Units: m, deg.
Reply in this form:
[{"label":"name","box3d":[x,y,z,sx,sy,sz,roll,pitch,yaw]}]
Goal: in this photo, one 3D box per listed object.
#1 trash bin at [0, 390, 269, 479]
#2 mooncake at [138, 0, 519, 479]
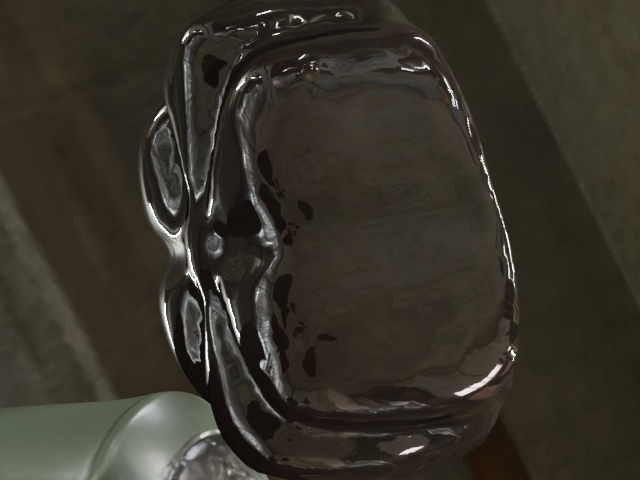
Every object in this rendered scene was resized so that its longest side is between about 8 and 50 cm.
[{"label":"trash bin","box3d":[-0.223,0.235,1.196,0.432,0.280,0.280,-2,-79,20]},{"label":"mooncake","box3d":[0.000,0.000,0.954,0.133,0.245,0.245,-8,-78,-21]}]
